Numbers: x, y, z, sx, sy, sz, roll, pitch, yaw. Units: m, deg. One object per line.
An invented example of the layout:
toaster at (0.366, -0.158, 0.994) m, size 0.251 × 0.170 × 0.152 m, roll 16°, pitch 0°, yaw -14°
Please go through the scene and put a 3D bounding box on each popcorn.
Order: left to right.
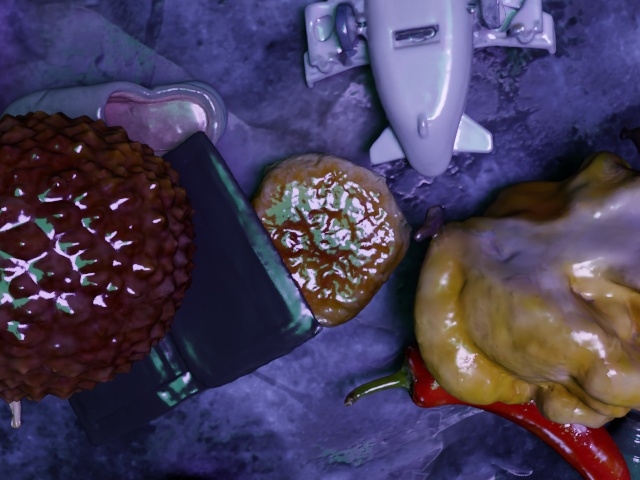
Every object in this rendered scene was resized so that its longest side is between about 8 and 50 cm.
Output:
popcorn at (0.271, 0.048, 0.632) m, size 0.316 × 0.297 × 0.281 m, roll -6°, pitch 130°, yaw 36°

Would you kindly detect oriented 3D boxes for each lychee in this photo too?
lychee at (-0.252, 0.015, 0.521) m, size 0.268 × 0.267 × 0.267 m, roll 0°, pitch 100°, yaw -3°

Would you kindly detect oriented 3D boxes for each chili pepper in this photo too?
chili pepper at (0.222, 0.200, 0.711) m, size 0.369 × 0.092 × 0.137 m, roll 22°, pitch 67°, yaw 2°

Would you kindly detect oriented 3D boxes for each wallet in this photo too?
wallet at (-0.188, 0.068, 0.664) m, size 0.323 × 0.041 × 0.247 m, roll -31°, pitch 89°, yaw 19°

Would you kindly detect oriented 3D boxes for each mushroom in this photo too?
mushroom at (-0.379, 0.091, 0.714) m, size 0.026 × 0.028 × 0.286 m, roll -1°, pitch 105°, yaw -2°

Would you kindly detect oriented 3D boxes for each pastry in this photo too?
pastry at (0.000, 0.000, 0.679) m, size 0.182 × 0.093 × 0.192 m, roll 26°, pitch 99°, yaw -3°

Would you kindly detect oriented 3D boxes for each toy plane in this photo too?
toy plane at (0.106, -0.199, 0.634) m, size 0.267 × 0.122 × 0.266 m, roll 3°, pitch 103°, yaw 14°

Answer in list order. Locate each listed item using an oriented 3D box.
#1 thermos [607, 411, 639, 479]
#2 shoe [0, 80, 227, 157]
thermos at (0.385, 0.311, 0.764) m, size 0.083 × 0.073 × 0.187 m, roll 8°, pitch 100°, yaw -2°
shoe at (-0.226, -0.119, 0.644) m, size 0.251 × 0.100 × 0.103 m, roll -10°, pitch 101°, yaw -4°
